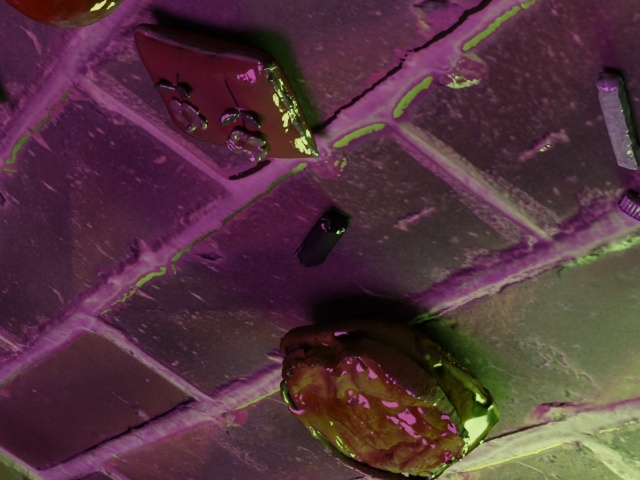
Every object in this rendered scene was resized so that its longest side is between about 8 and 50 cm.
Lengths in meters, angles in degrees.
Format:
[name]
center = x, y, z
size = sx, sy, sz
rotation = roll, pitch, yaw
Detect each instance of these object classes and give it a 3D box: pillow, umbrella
[pillow]
center = -0.102, -0.145, 1.687
size = 0.179, 0.075, 0.171
rotation = 16, 152, 29
[umbrella]
center = 0.002, 0.000, 1.893
size = 0.036, 0.031, 0.133
rotation = 33, 155, -2

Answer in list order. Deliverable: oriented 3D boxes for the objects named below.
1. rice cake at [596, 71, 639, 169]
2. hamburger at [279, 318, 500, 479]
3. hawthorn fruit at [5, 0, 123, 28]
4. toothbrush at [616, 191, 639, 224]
[rice cake]
center = 0.262, -0.104, 1.441
size = 0.022, 0.021, 0.121
rotation = 9, 150, 28
[hamburger]
center = 0.080, 0.187, 2.037
size = 0.285, 0.134, 0.265
rotation = -11, 126, 47
[hawthorn fruit]
center = -0.209, -0.294, 1.336
size = 0.263, 0.235, 0.231
rotation = 15, 130, 2
[toothbrush]
center = 0.406, 0.028, 1.530
size = 0.286, 0.020, 0.025
rotation = 28, 148, 5
